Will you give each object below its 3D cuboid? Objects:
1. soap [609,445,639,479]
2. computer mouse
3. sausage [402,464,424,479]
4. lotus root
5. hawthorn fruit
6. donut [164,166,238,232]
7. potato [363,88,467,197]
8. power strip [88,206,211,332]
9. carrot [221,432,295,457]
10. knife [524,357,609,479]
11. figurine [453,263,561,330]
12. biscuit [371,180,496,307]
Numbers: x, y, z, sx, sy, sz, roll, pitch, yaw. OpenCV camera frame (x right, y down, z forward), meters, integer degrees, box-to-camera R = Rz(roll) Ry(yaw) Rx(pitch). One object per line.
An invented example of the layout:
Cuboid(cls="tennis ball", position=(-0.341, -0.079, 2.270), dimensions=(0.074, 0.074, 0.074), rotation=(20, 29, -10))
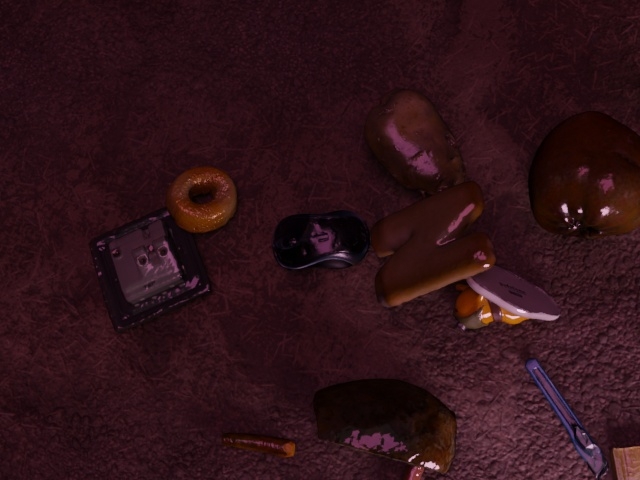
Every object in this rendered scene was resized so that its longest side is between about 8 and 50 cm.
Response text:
Cuboid(cls="soap", position=(0.681, 0.564, 1.744), dimensions=(0.092, 0.037, 0.252), rotation=(-5, 75, 3))
Cuboid(cls="computer mouse", position=(0.000, 0.000, 1.925), dimensions=(0.233, 0.096, 0.137), rotation=(-10, 76, 2))
Cuboid(cls="sausage", position=(0.190, 0.566, 1.791), dimensions=(0.043, 0.043, 0.186), rotation=(12, 77, 9))
Cuboid(cls="lotus root", position=(0.138, 0.386, 1.776), dimensions=(0.313, 0.142, 0.210), rotation=(1, 63, 7))
Cuboid(cls="hawthorn fruit", position=(0.597, -0.154, 1.822), dimensions=(0.267, 0.268, 0.301), rotation=(13, 68, 9))
Cuboid(cls="donut", position=(-0.280, -0.106, 1.970), dimensions=(0.178, 0.065, 0.162), rotation=(-35, 79, -25))
Cuboid(cls="potato", position=(0.225, -0.220, 1.938), dimensions=(0.191, 0.141, 0.296), rotation=(-33, 76, -17))
Cuboid(cls="power strip", position=(-0.416, 0.056, 1.956), dimensions=(0.256, 0.092, 0.251), rotation=(-24, 77, 2))
Cuboid(cls="carrot", position=(-0.142, 0.459, 1.853), dimensions=(0.170, 0.042, 0.042), rotation=(5, 76, 9))
Cuboid(cls="knife", position=(0.540, 0.390, 1.808), dimensions=(0.044, 0.026, 0.297), rotation=(-35, 75, 9))
Cuboid(cls="figurine", position=(0.398, 0.158, 1.842), dimensions=(0.249, 0.167, 0.141), rotation=(25, 114, -10))
Cuboid(cls="biscuit", position=(0.240, 0.007, 1.832), dimensions=(0.290, 0.062, 0.237), rotation=(-22, 51, 28))
